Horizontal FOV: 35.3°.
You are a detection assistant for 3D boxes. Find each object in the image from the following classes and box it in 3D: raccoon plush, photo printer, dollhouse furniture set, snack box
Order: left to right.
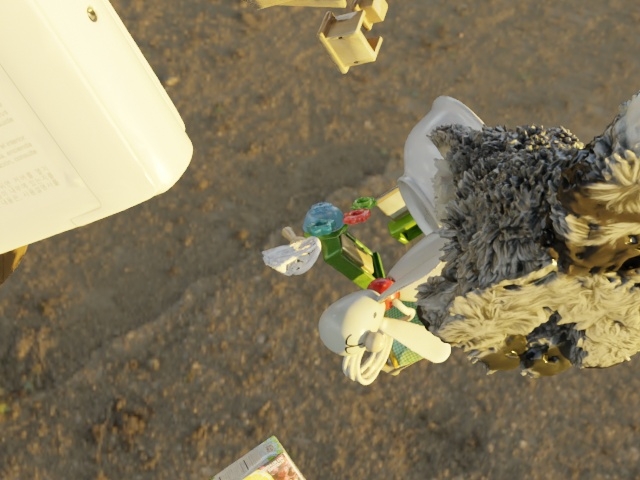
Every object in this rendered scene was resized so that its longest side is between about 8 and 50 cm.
[{"bbox_3d":[-0.272,-0.135,0.702,0.256,0.307,0.107,-18,32,21],"label":"photo printer"},{"bbox_3d":[-0.042,0.257,0.882,0.100,0.141,0.037,-33,21,-6],"label":"snack box"},{"bbox_3d":[0.004,-0.294,1.057,0.101,0.161,0.182,-6,49,34],"label":"dollhouse furniture set"},{"bbox_3d":[0.135,0.063,1.802,0.151,0.198,0.301,40,27,-40],"label":"dollhouse furniture set"},{"bbox_3d":[0.245,-0.075,0.931,0.216,0.446,0.299,16,53,-18],"label":"raccoon plush"}]

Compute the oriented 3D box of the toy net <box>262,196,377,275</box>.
[{"bbox_3d":[0.000,0.000,1.415,0.122,0.045,0.232,-2,24,24],"label":"toy net"}]

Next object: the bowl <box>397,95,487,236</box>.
[{"bbox_3d":[0.218,-0.076,1.629,0.134,0.298,0.298,-32,50,-6],"label":"bowl"}]

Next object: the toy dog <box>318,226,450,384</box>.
[{"bbox_3d":[0.166,0.072,1.373,0.161,0.220,0.333,29,69,36],"label":"toy dog"}]

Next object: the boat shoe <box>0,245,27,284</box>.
[{"bbox_3d":[-0.634,0.052,1.667,0.110,0.121,0.341,28,41,20],"label":"boat shoe"}]
